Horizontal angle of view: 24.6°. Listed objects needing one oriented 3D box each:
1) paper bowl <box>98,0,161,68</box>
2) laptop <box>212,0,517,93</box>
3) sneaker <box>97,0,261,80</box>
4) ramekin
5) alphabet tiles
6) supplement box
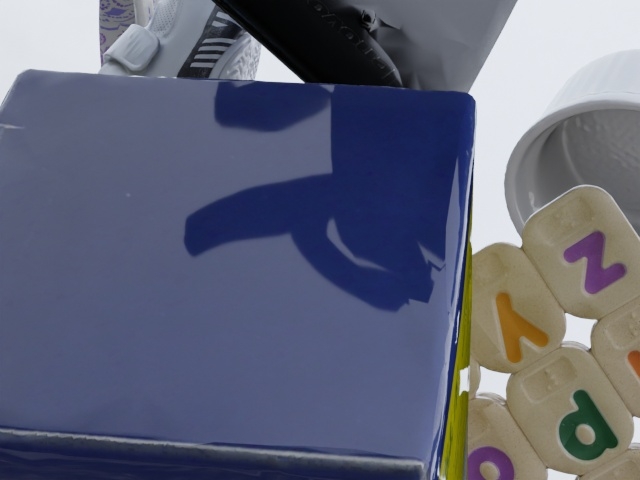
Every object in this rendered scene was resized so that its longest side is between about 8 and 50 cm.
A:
[{"bbox_3d":[-0.181,-0.246,1.809,0.284,0.148,0.284,177,-90,-73],"label":"paper bowl"},{"bbox_3d":[-0.051,-0.267,1.010,0.382,0.236,0.408,41,-3,-14],"label":"laptop"},{"bbox_3d":[-0.166,-0.095,1.092,0.210,0.365,0.137,13,-14,-1],"label":"sneaker"},{"bbox_3d":[0.350,-0.071,1.574,0.277,0.135,0.277,17,-44,17],"label":"ramekin"},{"bbox_3d":[0.159,0.123,0.827,0.278,0.284,0.021,56,13,-2],"label":"alphabet tiles"},{"bbox_3d":[-0.037,0.128,0.635,0.195,0.194,0.356,3,-47,8],"label":"supplement box"}]
